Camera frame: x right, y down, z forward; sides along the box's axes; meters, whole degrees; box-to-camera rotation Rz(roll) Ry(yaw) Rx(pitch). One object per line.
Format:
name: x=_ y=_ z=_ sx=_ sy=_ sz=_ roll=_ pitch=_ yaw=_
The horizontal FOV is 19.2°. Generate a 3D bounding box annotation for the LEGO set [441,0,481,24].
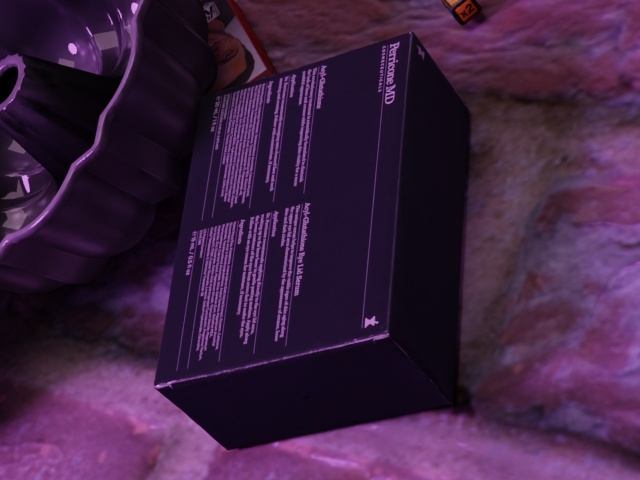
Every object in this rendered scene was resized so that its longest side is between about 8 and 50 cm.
LEGO set: x=0.125 y=-0.282 z=1.508 sx=0.182 sy=0.060 sz=0.244 roll=12 pitch=65 yaw=44

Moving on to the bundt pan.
bundt pan: x=-0.208 y=-0.099 z=1.516 sx=0.331 sy=0.124 sz=0.331 roll=-25 pitch=50 yaw=35

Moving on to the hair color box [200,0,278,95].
hair color box: x=-0.083 y=-0.148 z=1.556 sx=0.072 sy=0.043 sz=0.141 roll=-36 pitch=45 yaw=6

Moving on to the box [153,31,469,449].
box: x=0.000 y=0.000 z=1.341 sx=0.184 sy=0.103 sz=0.261 roll=-16 pitch=49 yaw=29
